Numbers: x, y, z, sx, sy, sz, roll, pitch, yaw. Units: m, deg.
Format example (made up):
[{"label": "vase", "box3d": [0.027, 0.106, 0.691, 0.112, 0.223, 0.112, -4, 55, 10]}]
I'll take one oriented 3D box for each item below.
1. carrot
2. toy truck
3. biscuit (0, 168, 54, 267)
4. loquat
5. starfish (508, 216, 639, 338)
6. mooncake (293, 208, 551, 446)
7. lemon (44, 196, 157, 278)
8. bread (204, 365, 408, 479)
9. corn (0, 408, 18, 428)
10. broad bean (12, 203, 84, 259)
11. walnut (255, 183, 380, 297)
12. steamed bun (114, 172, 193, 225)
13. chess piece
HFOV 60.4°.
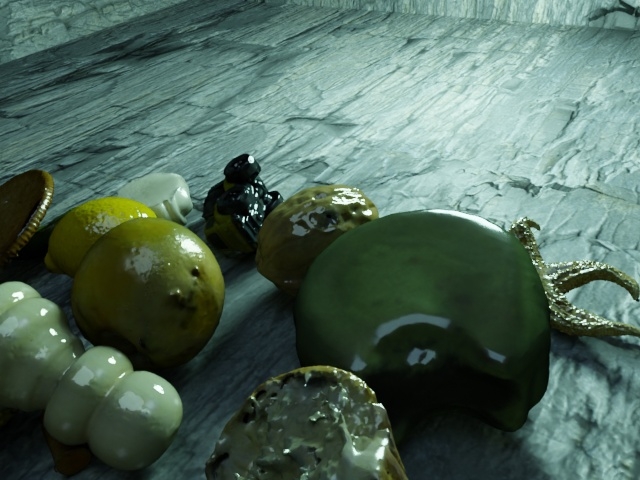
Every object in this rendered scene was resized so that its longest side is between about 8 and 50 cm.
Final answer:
[{"label": "carrot", "box3d": [-0.369, 0.269, 0.777, 0.048, 0.048, 0.139, -28, 39, -28]}, {"label": "toy truck", "box3d": [-0.177, -0.058, 1.136, 0.165, 0.147, 0.224, -23, 35, 18]}, {"label": "biscuit", "box3d": [-0.663, -0.025, 1.135, 0.305, 0.038, 0.305, -20, 46, 22]}, {"label": "loquat", "box3d": [-0.264, 0.078, 0.868, 0.244, 0.244, 0.244, -4, 36, 3]}, {"label": "starfish", "box3d": [0.344, 0.092, 0.908, 0.302, 0.060, 0.299, -22, 45, -1]}, {"label": "mooncake", "box3d": [0.139, 0.118, 0.779, 0.351, 0.187, 0.351, -10, 42, 9]}, {"label": "lemon", "box3d": [-0.387, 0.009, 1.018, 0.244, 0.187, 0.187, -10, 36, -3]}, {"label": "bread", "box3d": [-0.012, 0.273, 0.587, 0.274, 0.149, 0.274, -32, 39, 30]}, {"label": "corn", "box3d": [-0.575, 0.286, 0.733, 0.318, 0.115, 0.115, -30, 42, -30]}, {"label": "broad bean", "box3d": [-0.538, -0.016, 1.133, 0.339, 0.077, 0.061, -22, 58, 12]}, {"label": "walnut", "box3d": [0.000, 0.000, 0.969, 0.245, 0.198, 0.198, -25, 40, -13]}, {"label": "steamed bun", "box3d": [-0.358, -0.068, 1.186, 0.183, 0.106, 0.183, -9, 34, 6]}, {"label": "chess piece", "box3d": [-0.327, 0.195, 0.726, 0.300, 0.167, 0.167, 27, 43, 7]}]
